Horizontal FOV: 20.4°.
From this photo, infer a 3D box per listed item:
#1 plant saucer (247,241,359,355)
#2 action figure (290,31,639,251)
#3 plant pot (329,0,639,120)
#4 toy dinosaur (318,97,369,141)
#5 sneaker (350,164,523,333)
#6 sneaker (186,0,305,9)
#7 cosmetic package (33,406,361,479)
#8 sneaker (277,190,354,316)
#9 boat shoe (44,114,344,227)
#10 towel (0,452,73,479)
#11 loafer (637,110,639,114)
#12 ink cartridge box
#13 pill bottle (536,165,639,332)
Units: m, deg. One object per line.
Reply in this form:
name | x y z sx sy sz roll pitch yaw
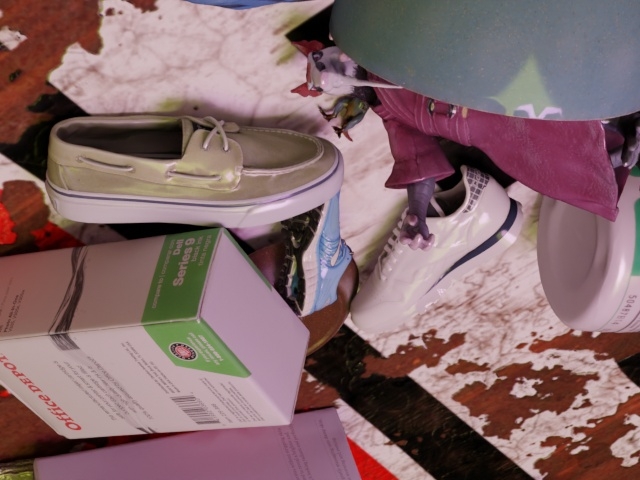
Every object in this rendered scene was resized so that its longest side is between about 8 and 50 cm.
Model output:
plant saucer | -0.042 0.081 1.993 0.198 0.036 0.199 -16 139 -14
action figure | 0.144 -0.152 1.681 0.370 0.276 0.248 18 138 20
plant pot | 0.165 -0.246 1.484 0.290 0.290 0.195 1 118 -17
toy dinosaur | 0.039 -0.146 1.811 0.082 0.047 0.090 -37 167 11
sneaker | 0.110 0.009 1.960 0.235 0.090 0.095 -41 122 19
sneaker | -0.045 -0.251 1.652 0.209 0.069 0.082 -5 171 -23
cosmetic package | -0.139 0.352 2.130 0.385 0.217 0.156 -8 138 -13
sneaker | 0.000 0.000 1.910 0.073 0.063 0.162 -6 114 -39
boat shoe | -0.125 -0.076 1.776 0.302 0.109 0.094 -5 135 -7
towel | -0.346 0.301 2.175 0.148 0.027 0.110 -8 138 -10
loafer | 0.341 -0.175 1.809 0.268 0.092 0.102 -37 134 22
ink cartridge box | -0.190 0.103 1.867 0.289 0.122 0.211 -6 143 26
pill bottle | 0.438 0.002 1.944 0.361 0.204 0.204 2 135 -17
